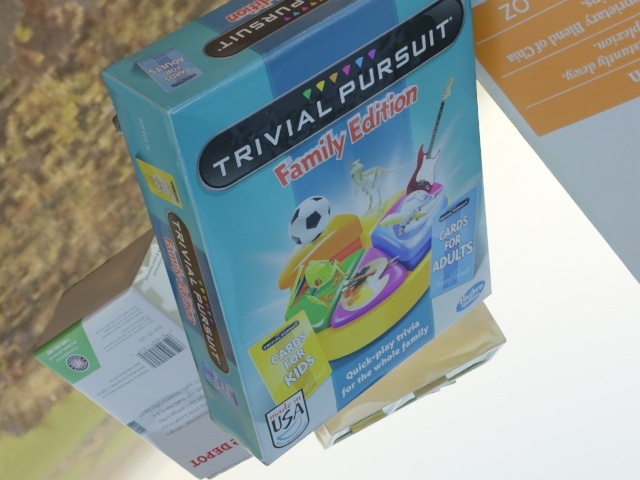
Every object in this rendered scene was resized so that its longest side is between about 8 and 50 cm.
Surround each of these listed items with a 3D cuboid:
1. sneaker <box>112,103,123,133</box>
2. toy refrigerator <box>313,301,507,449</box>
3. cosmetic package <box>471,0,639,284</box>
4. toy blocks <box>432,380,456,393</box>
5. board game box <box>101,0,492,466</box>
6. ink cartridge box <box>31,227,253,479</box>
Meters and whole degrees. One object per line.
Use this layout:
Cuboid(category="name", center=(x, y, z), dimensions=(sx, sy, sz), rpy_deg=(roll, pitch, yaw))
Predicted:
Cuboid(category="sneaker", center=(-0.262, -0.211, 1.717), dimensions=(0.076, 0.065, 0.166), rpy_deg=(-10, -141, 9))
Cuboid(category="toy refrigerator", center=(0.107, 0.175, 1.589), dimensions=(0.269, 0.094, 0.102), rpy_deg=(-25, 163, -15))
Cuboid(category="cosmetic package", center=(0.314, -0.105, 0.952), dimensions=(0.230, 0.453, 0.161), rpy_deg=(-23, -150, 40))
Cuboid(category="toy blocks", center=(0.166, 0.102, 2.076), dimensions=(0.190, 0.381, 0.261), rpy_deg=(-17, 159, -3))
Cuboid(category="board game box", center=(0.006, -0.030, 0.876), dimensions=(0.254, 0.079, 0.336), rpy_deg=(-35, 136, -25))
Cuboid(category="ink cartridge box", center=(-0.133, 0.113, 1.139), dimensions=(0.160, 0.219, 0.092), rpy_deg=(-32, -153, 35))
